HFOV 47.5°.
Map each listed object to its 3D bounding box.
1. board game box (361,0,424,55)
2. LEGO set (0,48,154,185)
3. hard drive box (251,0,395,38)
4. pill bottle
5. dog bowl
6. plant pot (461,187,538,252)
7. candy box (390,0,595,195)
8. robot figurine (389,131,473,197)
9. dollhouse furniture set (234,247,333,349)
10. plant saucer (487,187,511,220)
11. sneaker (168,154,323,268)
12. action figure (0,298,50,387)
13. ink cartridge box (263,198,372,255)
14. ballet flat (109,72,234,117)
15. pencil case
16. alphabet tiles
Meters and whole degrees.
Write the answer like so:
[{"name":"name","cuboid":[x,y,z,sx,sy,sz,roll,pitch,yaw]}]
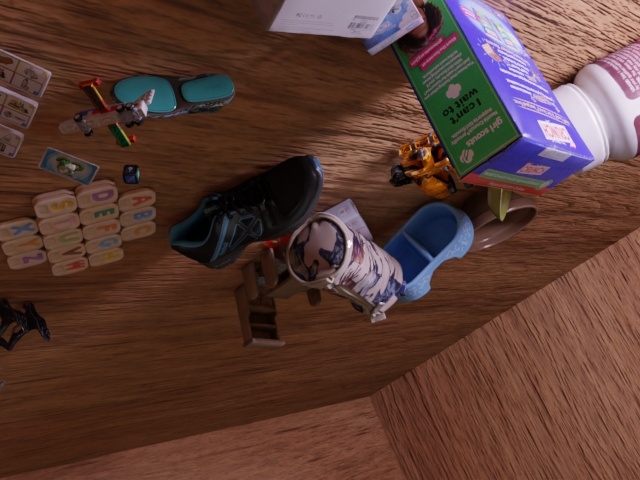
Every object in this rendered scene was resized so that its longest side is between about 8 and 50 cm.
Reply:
[{"name":"board game box","cuboid":[0.092,-0.331,1.064,0.090,0.090,0.020,-31,157,14]},{"name":"LEGO set","cuboid":[-0.346,-0.163,1.000,0.244,0.060,0.182,22,136,-24]},{"name":"hard drive box","cuboid":[0.036,-0.373,0.915,0.181,0.089,0.232,-8,153,-36]},{"name":"pill bottle","cuboid":[0.682,-0.306,1.540,0.392,0.224,0.224,-25,158,4]},{"name":"dog bowl","cuboid":[0.258,0.023,1.880,0.297,0.166,0.074,-46,149,6]},{"name":"plant pot","cuboid":[0.466,-0.072,1.999,0.237,0.110,0.237,-20,157,-9]},{"name":"candy box","cuboid":[0.260,-0.237,1.143,0.122,0.317,0.268,-39,153,32]},{"name":"robot figurine","cuboid":[0.269,-0.166,1.599,0.211,0.085,0.291,-21,161,24]},{"name":"dollhouse furniture set","cuboid":[-0.096,0.153,1.828,0.212,0.161,0.242,12,144,-42]},{"name":"plant saucer","cuboid":[0.416,-0.165,1.652,0.037,0.241,0.241,10,166,19]},{"name":"sneaker","cuboid":[-0.143,-0.054,1.408,0.340,0.125,0.139,-36,151,21]},{"name":"action figure","cuboid":[-0.700,0.230,1.466,0.275,0.141,0.164,-29,159,3]},{"name":"ink cartridge box","cuboid":[0.000,0.000,1.767,0.232,0.066,0.189,-30,158,4]},{"name":"ballet flat","cuboid":[-0.219,-0.207,1.073,0.188,0.070,0.070,-7,153,-28]},{"name":"pencil case","cuboid":[0.066,0.067,1.678,0.159,0.184,0.410,-26,157,16]},{"name":"alphabet tiles","cuboid":[-0.437,-0.016,1.331,0.277,0.021,0.284,-16,156,-20]}]
